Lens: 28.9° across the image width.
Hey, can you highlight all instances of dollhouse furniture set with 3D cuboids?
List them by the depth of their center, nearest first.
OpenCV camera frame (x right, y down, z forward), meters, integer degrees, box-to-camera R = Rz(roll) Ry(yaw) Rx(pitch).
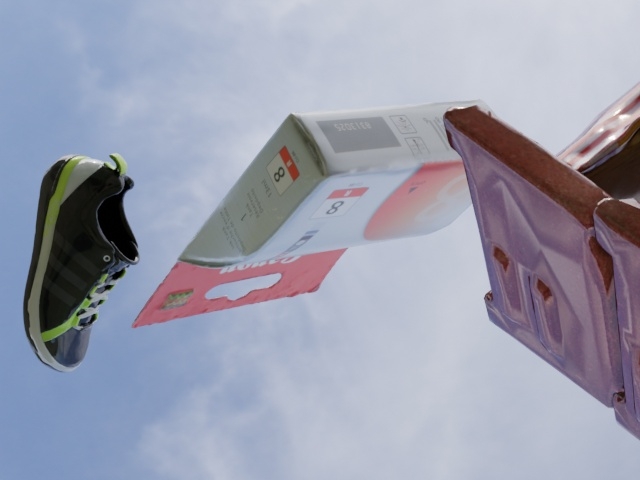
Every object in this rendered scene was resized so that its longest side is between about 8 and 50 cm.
[{"bbox_3d":[0.148,-0.110,0.361,0.201,0.374,0.152,-33,-134,-17],"label":"dollhouse furniture set"}]

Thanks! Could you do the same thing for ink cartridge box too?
[{"bbox_3d":[0.000,0.000,0.652,0.045,0.145,0.179,57,-48,23],"label":"ink cartridge box"}]

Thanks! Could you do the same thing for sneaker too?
[{"bbox_3d":[-0.231,0.028,1.234,0.097,0.084,0.234,12,-73,19],"label":"sneaker"}]
